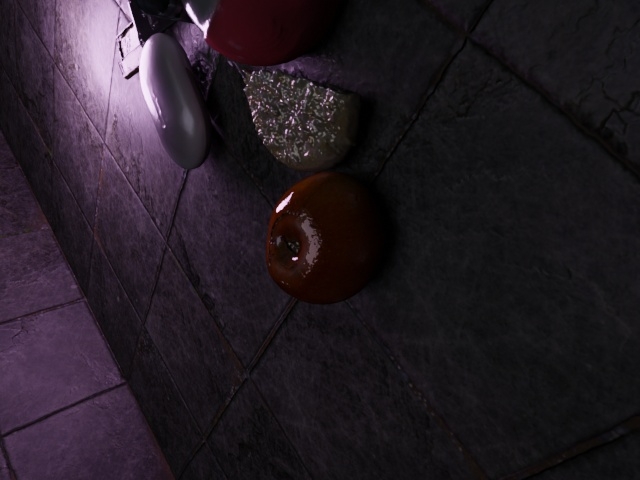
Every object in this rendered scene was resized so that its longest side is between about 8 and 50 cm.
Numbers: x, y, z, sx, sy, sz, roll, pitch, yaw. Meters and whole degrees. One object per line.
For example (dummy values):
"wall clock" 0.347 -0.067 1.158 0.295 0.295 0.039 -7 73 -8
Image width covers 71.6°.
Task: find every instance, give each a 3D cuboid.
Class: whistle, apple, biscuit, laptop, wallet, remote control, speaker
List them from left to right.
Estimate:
"wallet" -0.499 -0.542 1.218 0.243 0.039 0.133 -1 101 47
"laptop" -0.406 -0.575 1.095 0.180 0.016 0.129 -15 93 32
"remote control" -0.357 -0.336 1.087 0.221 0.103 0.332 -24 85 54
"whistle" -0.274 -0.459 0.865 0.062 0.312 0.062 0 114 0
"speaker" -0.101 -0.438 0.733 0.294 0.294 0.294 18 115 42
"biscuit" -0.040 -0.216 0.813 0.281 0.084 0.179 32 129 38
"apple" 0.000 0.000 0.772 0.210 0.173 0.235 10 109 44
